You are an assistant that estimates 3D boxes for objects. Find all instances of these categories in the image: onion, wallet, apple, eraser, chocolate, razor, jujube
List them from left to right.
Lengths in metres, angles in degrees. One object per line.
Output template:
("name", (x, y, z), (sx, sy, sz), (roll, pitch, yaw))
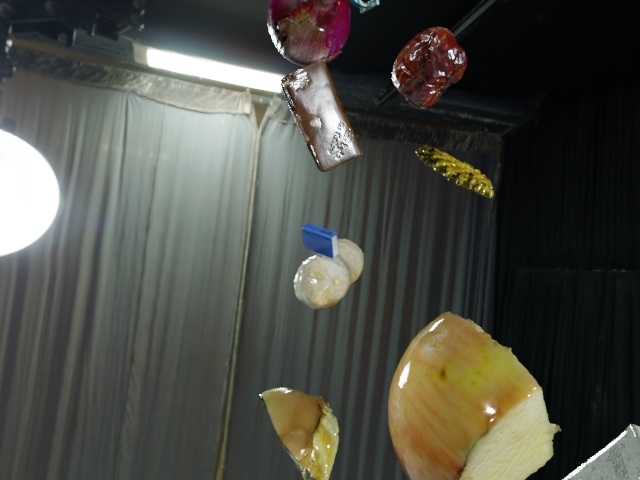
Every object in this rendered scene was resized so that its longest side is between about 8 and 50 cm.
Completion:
("onion", (-0.022, -0.859, 1.653), (0.347, 0.348, 0.385), (8, -3, -22))
("eraser", (0.000, 0.000, 1.002), (0.084, 0.063, 0.027), (20, 47, 30))
("wallet", (0.004, -0.212, 0.757), (0.095, 0.176, 0.026), (-29, 20, -16))
("chocolate", (0.023, 0.081, 1.108), (0.134, 0.134, 0.309), (5, 19, 18))
("razor", (0.051, -0.604, 1.026), (0.191, 0.037, 0.068), (28, -10, -32))
("jujube", (0.354, -0.567, 1.435), (0.232, 0.213, 0.213), (-38, -27, 26))
("apple", (0.253, 0.300, 0.824), (0.252, 0.314, 0.309), (16, 12, -29))

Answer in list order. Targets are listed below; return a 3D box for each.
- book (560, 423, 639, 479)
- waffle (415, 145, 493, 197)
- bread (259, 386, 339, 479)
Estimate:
("book", (0.253, 0.283, 0.411), (0.016, 0.199, 0.138), (25, 32, 4))
("waffle", (0.375, -0.193, 1.207), (0.228, 0.051, 0.232), (23, 22, -17))
("bread", (-0.028, 0.435, 1.036), (0.133, 0.174, 0.251), (-34, 30, -8))
